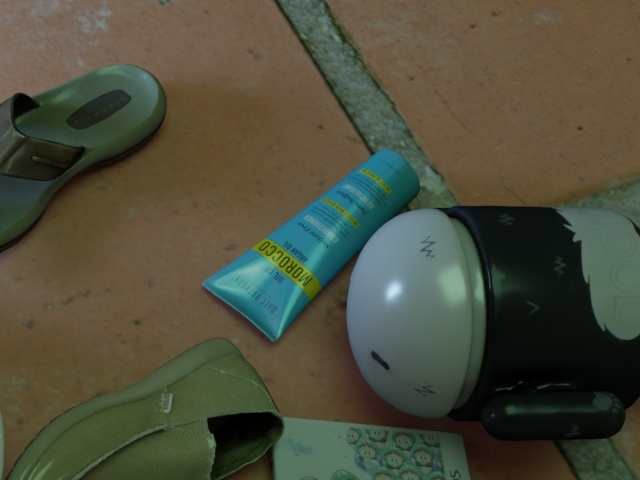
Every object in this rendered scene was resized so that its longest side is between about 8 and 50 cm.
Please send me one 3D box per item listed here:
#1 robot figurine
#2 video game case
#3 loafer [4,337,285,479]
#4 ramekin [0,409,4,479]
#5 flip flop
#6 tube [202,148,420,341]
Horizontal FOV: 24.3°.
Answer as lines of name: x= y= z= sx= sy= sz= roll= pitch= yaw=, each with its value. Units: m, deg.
robot figurine: x=0.159 y=0.059 z=1.185 sx=0.278 sy=0.209 sz=0.174 roll=0 pitch=91 yaw=-16
video game case: x=0.041 y=0.198 z=1.126 sx=0.157 sy=0.019 sz=0.143 roll=6 pitch=42 yaw=-11
loafer: x=-0.121 y=0.157 z=1.053 sx=0.092 sy=0.102 sz=0.268 roll=28 pitch=41 yaw=25
ramekin: x=-0.352 y=0.157 z=0.978 sx=0.277 sy=0.135 sz=0.277 roll=7 pitch=60 yaw=-12
flip flop: x=-0.236 y=-0.082 z=1.235 sx=0.112 sy=0.080 sz=0.277 roll=43 pitch=55 yaw=17
tube: x=0.000 y=0.000 z=1.265 sx=0.080 sy=0.052 sz=0.207 roll=35 pitch=59 yaw=23
